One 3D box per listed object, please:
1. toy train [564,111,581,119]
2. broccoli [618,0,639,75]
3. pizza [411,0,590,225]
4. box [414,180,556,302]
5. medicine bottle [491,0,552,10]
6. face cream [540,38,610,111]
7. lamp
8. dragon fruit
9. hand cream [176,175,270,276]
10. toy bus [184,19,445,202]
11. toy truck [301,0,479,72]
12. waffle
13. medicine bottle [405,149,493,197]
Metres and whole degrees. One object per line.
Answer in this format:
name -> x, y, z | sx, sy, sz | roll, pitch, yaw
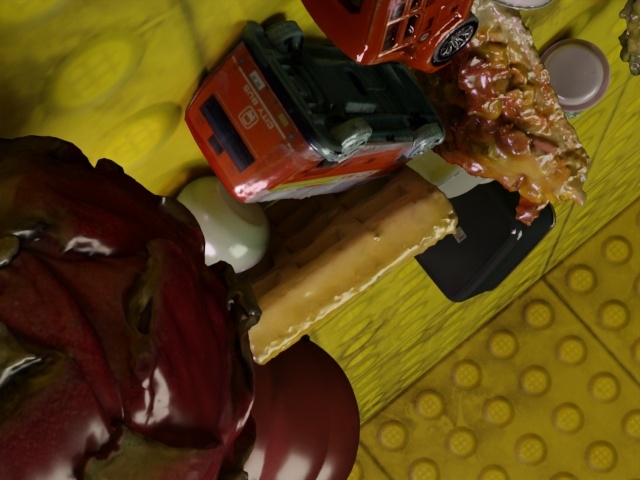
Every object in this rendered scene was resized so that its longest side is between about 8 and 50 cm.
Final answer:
toy train -> 0.313, -0.170, 1.652 | 0.081, 0.060, 0.202 | -25, 160, -26
broccoli -> 0.521, -0.287, 1.415 | 0.324, 0.272, 0.334 | -56, -170, 48
pizza -> 0.158, -0.111, 1.100 | 0.081, 0.228, 0.289 | -39, 166, -14
box -> 0.226, -0.015, 1.720 | 0.090, 0.144, 0.201 | -21, 157, -44
medicine bottle -> 0.197, -0.308, 0.809 | 0.324, 0.124, 0.179 | -54, -173, 46
face cream -> 0.318, -0.206, 1.495 | 0.091, 0.091, 0.095 | -44, 172, 13
lamp -> -0.108, 0.191, 1.256 | 0.303, 0.256, 0.303 | 3, 164, 1
dragon fruit -> -0.188, 0.089, 0.693 | 0.329, 0.329, 0.329 | -37, 165, -12
hand cream -> -0.167, 0.068, 1.090 | 0.306, 0.093, 0.147 | -46, -172, 22
toy bus -> 0.002, -0.100, 0.991 | 0.120, 0.121, 0.265 | -38, 168, 25
toy truck -> 0.054, -0.207, 0.811 | 0.114, 0.107, 0.252 | -32, 162, -22
waffle -> 0.000, 0.000, 1.124 | 0.221, 0.055, 0.248 | -35, -161, -1
medicine bottle -> 0.179, -0.107, 1.479 | 0.119, 0.069, 0.183 | -45, 163, 15
